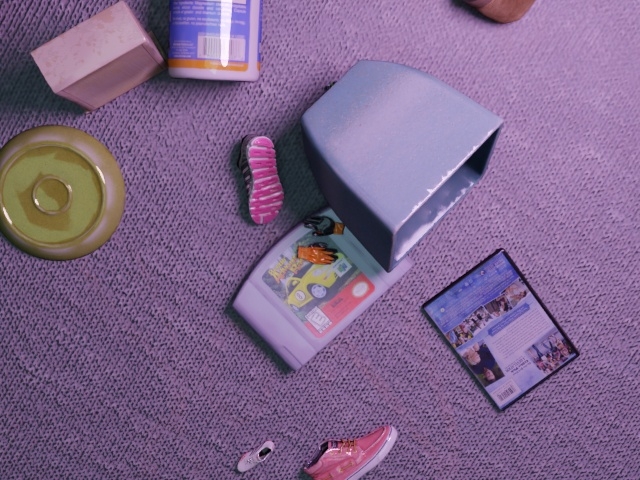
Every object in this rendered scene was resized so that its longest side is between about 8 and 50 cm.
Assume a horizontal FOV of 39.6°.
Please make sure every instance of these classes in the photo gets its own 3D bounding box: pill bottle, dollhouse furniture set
[{"bbox_3d":[-0.169,-0.396,1.442,0.152,0.152,0.271,2,99,-3],"label":"pill bottle"},{"bbox_3d":[-0.415,-0.422,1.385,0.362,0.256,0.394,-30,93,-2],"label":"dollhouse furniture set"}]

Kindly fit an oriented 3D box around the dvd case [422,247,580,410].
[{"bbox_3d":[0.330,0.163,1.621,0.180,0.022,0.253,-37,99,3],"label":"dvd case"}]

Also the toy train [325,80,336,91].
[{"bbox_3d":[0.026,-0.234,1.545,0.024,0.017,0.083,-8,100,10],"label":"toy train"}]

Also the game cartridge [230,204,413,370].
[{"bbox_3d":[-0.006,0.069,1.577,0.294,0.060,0.196,-43,95,5],"label":"game cartridge"}]

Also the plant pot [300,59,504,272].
[{"bbox_3d":[0.105,-0.142,1.436,0.252,0.247,0.248,42,79,12],"label":"plant pot"}]

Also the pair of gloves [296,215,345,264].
[{"bbox_3d":[0.000,0.000,1.534,0.074,0.010,0.083,11,98,-3],"label":"pair of gloves"}]

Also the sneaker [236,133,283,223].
[{"bbox_3d":[-0.107,-0.112,1.541,0.063,0.075,0.170,-15,123,-17],"label":"sneaker"}]

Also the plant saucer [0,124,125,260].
[{"bbox_3d":[-0.461,-0.079,1.540,0.241,0.037,0.240,0,99,-2],"label":"plant saucer"}]

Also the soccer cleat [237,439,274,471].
[{"bbox_3d":[-0.119,0.398,1.634,0.083,0.035,0.029,-36,99,4],"label":"soccer cleat"}]

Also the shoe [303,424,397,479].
[{"bbox_3d":[0.053,0.386,1.624,0.081,0.063,0.178,43,100,-13],"label":"shoe"}]

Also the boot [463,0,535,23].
[{"bbox_3d":[0.344,-0.510,1.488,0.115,0.112,0.305,24,94,-36],"label":"boot"}]
